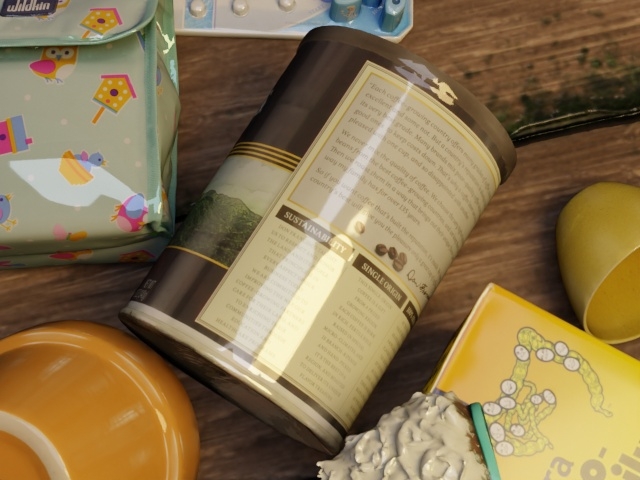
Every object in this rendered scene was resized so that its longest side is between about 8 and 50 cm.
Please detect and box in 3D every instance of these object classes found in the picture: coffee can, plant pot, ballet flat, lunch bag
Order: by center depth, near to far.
[{"bbox_3d":[0.094,0.290,0.764,0.147,0.147,0.408,-15,62,-6],"label":"ballet flat"},{"bbox_3d":[-0.209,0.170,0.936,0.205,0.188,0.205,0,93,8],"label":"plant pot"},{"bbox_3d":[0.000,0.000,1.011,0.202,0.201,0.275,31,76,6],"label":"coffee can"},{"bbox_3d":[-0.228,-0.115,1.054,0.224,0.160,0.262,-3,77,2],"label":"lunch bag"},{"bbox_3d":[0.251,0.006,1.067,0.134,0.134,0.095,-26,51,-8],"label":"plant pot"}]

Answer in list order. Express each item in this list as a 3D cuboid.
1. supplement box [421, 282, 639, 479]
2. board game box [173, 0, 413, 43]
[{"bbox_3d":[0.227,0.213,0.964,0.357,0.194,0.195,28,76,6],"label":"supplement box"},{"bbox_3d":[-0.105,-0.379,1.188,0.390,0.050,0.389,2,75,-1],"label":"board game box"}]
